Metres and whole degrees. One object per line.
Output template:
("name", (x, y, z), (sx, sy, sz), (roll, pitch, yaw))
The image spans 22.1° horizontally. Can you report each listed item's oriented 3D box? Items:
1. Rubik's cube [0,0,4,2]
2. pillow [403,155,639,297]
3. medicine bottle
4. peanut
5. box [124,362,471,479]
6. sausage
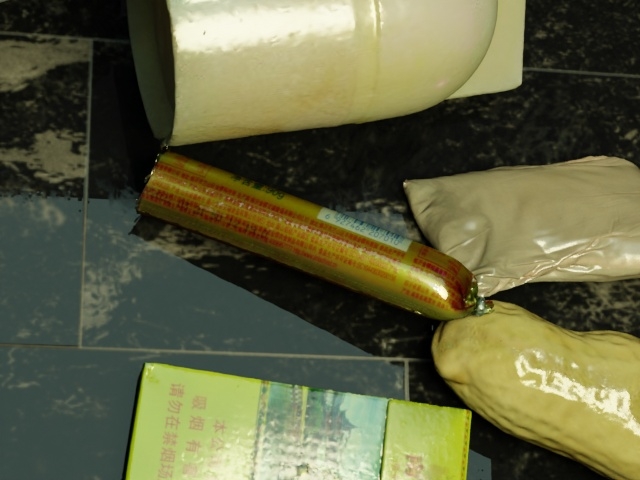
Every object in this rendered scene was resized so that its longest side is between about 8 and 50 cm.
("Rubik's cube", (-0.381, -0.435, 1.579), (0.347, 0.352, 0.351), (-19, 75, -17))
("pillow", (0.237, -0.013, 1.708), (0.270, 0.067, 0.173), (-8, 53, -13))
("medicine bottle", (0.021, -0.234, 1.657), (0.406, 0.236, 0.235), (-9, 76, -16))
("peanut", (0.263, 0.151, 1.650), (0.319, 0.147, 0.147), (23, 71, 4))
("box", (-0.023, 0.236, 1.610), (0.335, 0.047, 0.187), (10, 72, -9))
("sausage", (0.000, 0.000, 1.632), (0.372, 0.082, 0.082), (20, 71, 7))
